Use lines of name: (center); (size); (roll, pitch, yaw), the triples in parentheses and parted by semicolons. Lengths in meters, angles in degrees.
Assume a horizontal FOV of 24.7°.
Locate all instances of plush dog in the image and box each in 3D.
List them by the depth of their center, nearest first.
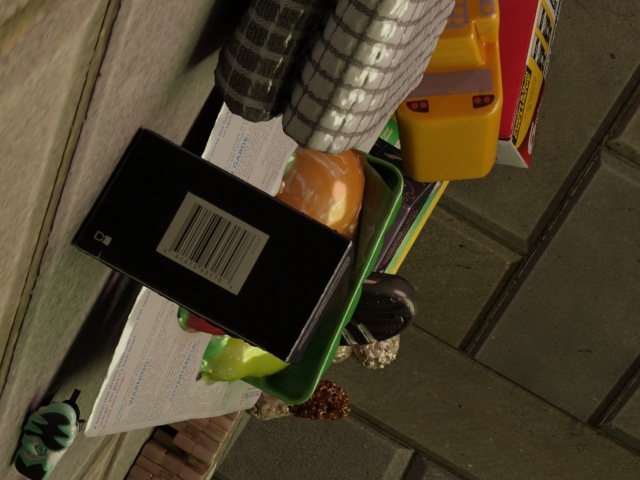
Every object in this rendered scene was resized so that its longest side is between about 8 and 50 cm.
plush dog: (-0.048, 0.150, 2.068); (0.210, 0.262, 0.225); (53, 51, -50)

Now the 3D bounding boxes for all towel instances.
towel: (0.039, -0.209, 1.026); (0.235, 0.121, 0.283); (-65, 174, 24)

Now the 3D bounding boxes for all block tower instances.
block tower: (-0.176, 0.267, 1.937); (0.335, 0.097, 0.091); (-59, 175, 6)

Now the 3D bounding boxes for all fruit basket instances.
fruit basket: (-0.066, 0.005, 1.251); (0.353, 0.165, 0.327); (10, 105, -64)

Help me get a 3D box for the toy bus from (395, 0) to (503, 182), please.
toy bus: (0.126, -0.159, 1.482); (0.332, 0.108, 0.130); (65, 22, -78)

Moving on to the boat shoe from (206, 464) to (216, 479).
boat shoe: (-0.198, 0.343, 2.185); (0.258, 0.095, 0.084); (-58, 171, -14)

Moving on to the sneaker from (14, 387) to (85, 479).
sneaker: (-0.199, 0.135, 1.118); (0.098, 0.038, 0.069); (-51, -175, 45)

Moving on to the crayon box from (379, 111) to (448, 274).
crayon box: (0.074, -0.088, 1.905); (0.081, 0.165, 0.278); (8, -120, 51)

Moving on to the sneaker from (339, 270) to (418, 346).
sneaker: (-0.013, 0.022, 1.523); (0.106, 0.281, 0.162); (52, 45, -39)

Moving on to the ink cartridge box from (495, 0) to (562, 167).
ink cartridge box: (0.210, -0.266, 1.778); (0.272, 0.130, 0.309); (22, 79, -75)

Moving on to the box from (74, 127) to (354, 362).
box: (-0.065, 0.008, 0.990); (0.093, 0.156, 0.158); (-61, 176, -4)

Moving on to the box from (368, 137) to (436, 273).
box: (0.000, 0.000, 1.692); (0.247, 0.163, 0.142); (-61, 173, 25)
